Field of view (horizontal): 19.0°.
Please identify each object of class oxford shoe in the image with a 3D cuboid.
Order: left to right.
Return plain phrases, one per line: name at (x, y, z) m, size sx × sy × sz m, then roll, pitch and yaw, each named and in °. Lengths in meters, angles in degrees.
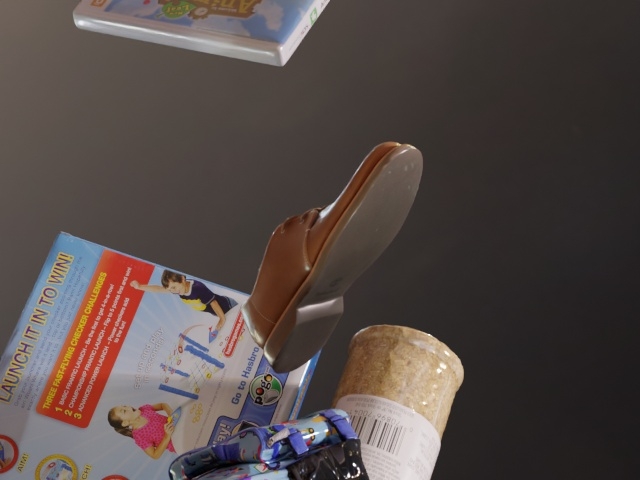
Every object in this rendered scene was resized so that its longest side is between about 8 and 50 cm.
oxford shoe at (0.000, 0.000, 1.437) m, size 0.076 × 0.076 × 0.212 m, roll 49°, pitch -61°, yaw 27°

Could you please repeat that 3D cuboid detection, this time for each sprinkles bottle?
sprinkles bottle at (0.036, 0.253, 1.816) m, size 0.121 × 0.121 × 0.355 m, roll -19°, pitch -140°, yaw 45°

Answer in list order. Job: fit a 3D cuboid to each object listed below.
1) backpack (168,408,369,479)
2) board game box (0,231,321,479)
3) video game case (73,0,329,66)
backpack at (-0.061, 0.207, 1.455) m, size 0.173 × 0.116 × 0.158 m, roll -12°, pitch 170°, yaw -37°
board game box at (-0.187, 0.182, 1.988) m, size 0.086 × 0.302 × 0.308 m, roll 95°, pitch 15°, yaw -65°
video game case at (-0.084, -0.239, 1.708) m, size 0.212 × 0.023 × 0.193 m, roll 13°, pitch -130°, yaw 24°
